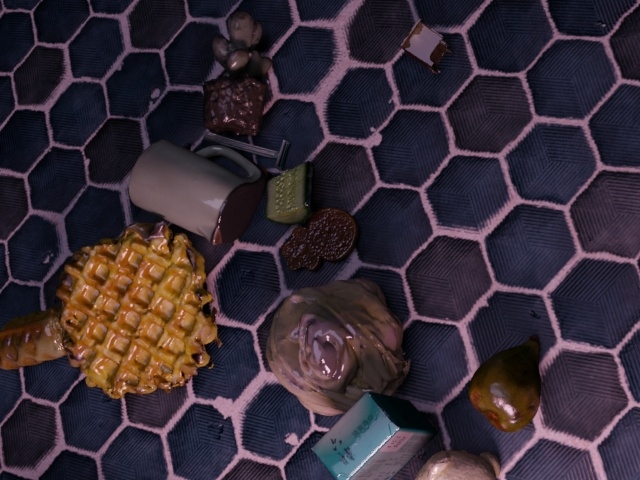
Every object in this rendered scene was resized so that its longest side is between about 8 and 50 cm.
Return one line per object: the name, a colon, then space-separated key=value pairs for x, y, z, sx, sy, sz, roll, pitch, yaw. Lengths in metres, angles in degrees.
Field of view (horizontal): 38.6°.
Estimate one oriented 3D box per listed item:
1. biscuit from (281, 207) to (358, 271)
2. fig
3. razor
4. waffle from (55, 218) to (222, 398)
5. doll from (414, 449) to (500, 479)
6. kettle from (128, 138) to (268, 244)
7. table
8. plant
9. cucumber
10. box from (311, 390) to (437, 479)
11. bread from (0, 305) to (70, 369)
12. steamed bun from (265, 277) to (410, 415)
biscuit: x=0.000 y=0.000 z=1.944 sx=0.175 sy=0.026 sz=0.124 roll=-28 pitch=65 yaw=14
fig: x=0.357 y=0.268 z=1.708 sx=0.133 sy=0.185 sz=0.127 roll=29 pitch=128 yaw=20
razor: x=-0.168 y=-0.209 z=2.039 sx=0.191 sy=0.037 sz=0.068 roll=14 pitch=78 yaw=7
waffle: x=-0.404 y=0.158 z=2.022 sx=0.382 sy=0.095 sz=0.380 roll=-16 pitch=82 yaw=19
doll: x=0.240 y=0.523 z=1.682 sx=0.149 sy=0.175 sz=0.278 roll=-5 pitch=79 yaw=51
kettle: x=-0.257 y=-0.122 z=2.015 sx=0.255 sy=0.165 sz=0.240 roll=24 pitch=59 yaw=25
table: x=0.227 y=-0.403 z=1.914 sx=0.082 sy=0.083 sz=0.070 roll=38 pitch=97 yaw=18
plant: x=-0.181 y=-0.372 z=2.037 sx=0.149 sy=0.146 sz=0.275 roll=10 pitch=77 yaw=-20
cucumber: x=-0.057 y=-0.097 z=1.960 sx=0.116 sy=0.062 sz=0.115 roll=-17 pitch=56 yaw=33
box: x=0.105 y=0.370 z=1.696 sx=0.153 sy=0.245 sz=0.092 roll=-46 pitch=65 yaw=6
bread: x=-0.673 y=0.224 z=2.141 sx=0.232 sy=0.088 sz=0.128 roll=-14 pitch=65 yaw=24
steamed bun: x=0.017 y=0.208 z=1.792 sx=0.280 sy=0.207 sz=0.268 roll=-13 pitch=74 yaw=21
